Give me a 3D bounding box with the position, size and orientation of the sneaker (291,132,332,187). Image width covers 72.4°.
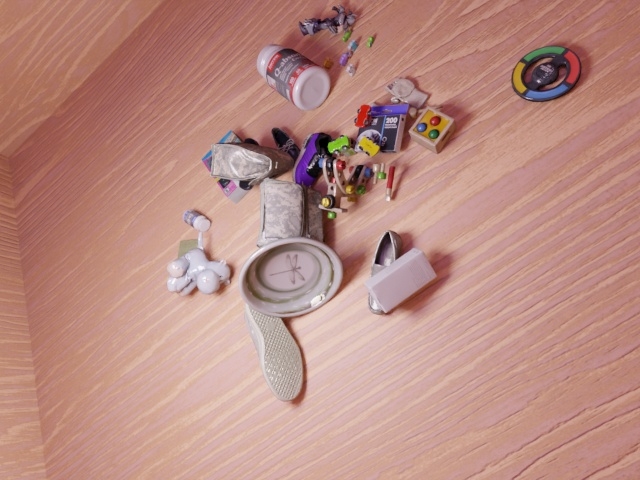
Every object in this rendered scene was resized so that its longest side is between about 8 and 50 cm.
[{"bbox_3d":[-0.025,-0.347,1.921,0.146,0.102,0.293,5,76,43],"label":"sneaker"}]

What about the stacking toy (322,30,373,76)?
[{"bbox_3d":[0.132,-0.892,2.068,0.167,0.052,0.221,32,89,33],"label":"stacking toy"}]

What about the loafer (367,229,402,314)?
[{"bbox_3d":[0.231,0.116,1.633,0.112,0.111,0.319,4,76,28],"label":"loafer"}]

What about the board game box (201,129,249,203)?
[{"bbox_3d":[-0.431,-0.368,2.170,0.224,0.097,0.303,-43,58,8],"label":"board game box"}]

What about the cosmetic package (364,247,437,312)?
[{"bbox_3d":[0.283,0.139,1.549,0.231,0.085,0.117,-33,102,-6],"label":"cosmetic package"}]

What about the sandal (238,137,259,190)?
[{"bbox_3d":[-0.333,-0.361,2.025,0.097,0.054,0.254,-4,76,23],"label":"sandal"}]

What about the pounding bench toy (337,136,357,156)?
[{"bbox_3d":[0.111,-0.408,1.913,0.083,0.052,0.065,-11,68,25],"label":"pounding bench toy"}]

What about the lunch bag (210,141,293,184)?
[{"bbox_3d":[-0.279,-0.324,1.854,0.287,0.235,0.169,9,104,18],"label":"lunch bag"}]

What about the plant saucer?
[{"bbox_3d":[-0.116,0.125,1.680,0.400,0.400,0.100,-36,38,13],"label":"plant saucer"}]

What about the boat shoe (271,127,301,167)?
[{"bbox_3d":[-0.155,-0.440,2.053,0.095,0.079,0.254,-36,60,13],"label":"boat shoe"}]

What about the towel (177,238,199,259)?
[{"bbox_3d":[-0.657,0.047,2.190,0.148,0.027,0.110,-8,69,27],"label":"towel"}]

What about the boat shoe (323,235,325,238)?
[{"bbox_3d":[0.000,0.000,1.843,0.040,0.049,0.142,-1,64,-8],"label":"boat shoe"}]

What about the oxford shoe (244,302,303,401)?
[{"bbox_3d":[-0.193,0.424,1.760,0.449,0.169,0.130,65,151,21],"label":"oxford shoe"}]

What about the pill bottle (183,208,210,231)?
[{"bbox_3d":[-0.619,-0.099,2.188,0.137,0.078,0.078,27,87,33],"label":"pill bottle"}]

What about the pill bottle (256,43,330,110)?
[{"bbox_3d":[-0.138,-0.787,2.085,0.210,0.210,0.363,-50,58,5],"label":"pill bottle"}]

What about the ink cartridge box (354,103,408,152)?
[{"bbox_3d":[0.252,-0.470,1.825,0.206,0.045,0.208,10,88,41],"label":"ink cartridge box"}]

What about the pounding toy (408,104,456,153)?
[{"bbox_3d":[0.427,-0.478,1.728,0.206,0.094,0.181,38,93,25],"label":"pounding toy"}]

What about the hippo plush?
[{"bbox_3d":[-0.533,0.161,2.013,0.237,0.234,0.294,20,42,14],"label":"hippo plush"}]

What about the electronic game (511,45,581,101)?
[{"bbox_3d":[0.822,-0.610,1.600,0.229,0.048,0.229,-10,68,26],"label":"electronic game"}]

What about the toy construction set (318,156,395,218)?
[{"bbox_3d":[0.131,-0.199,1.765,0.309,0.257,0.237,8,94,15],"label":"toy construction set"}]

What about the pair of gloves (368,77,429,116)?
[{"bbox_3d":[0.316,-0.583,1.869,0.240,0.042,0.204,-44,59,8],"label":"pair of gloves"}]

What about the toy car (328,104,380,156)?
[{"bbox_3d":[0.137,-0.425,1.835,0.225,0.053,0.239,-19,70,27],"label":"toy car"}]

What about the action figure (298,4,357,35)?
[{"bbox_3d":[0.045,-1.066,2.138,0.285,0.099,0.185,1,48,25],"label":"action figure"}]

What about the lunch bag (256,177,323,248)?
[{"bbox_3d":[-0.141,-0.085,1.792,0.212,0.256,0.305,-21,63,47],"label":"lunch bag"}]
